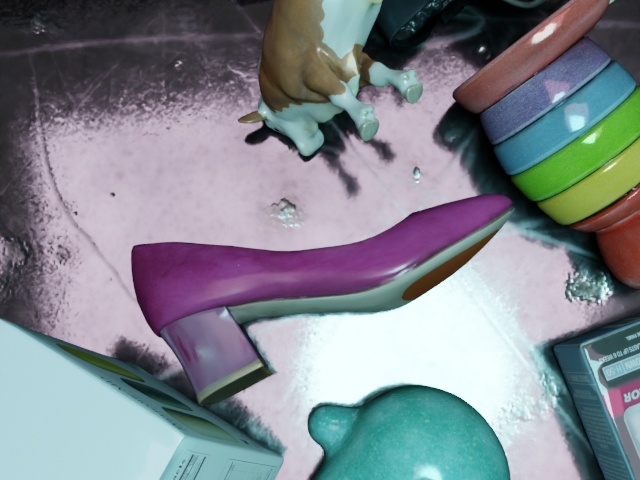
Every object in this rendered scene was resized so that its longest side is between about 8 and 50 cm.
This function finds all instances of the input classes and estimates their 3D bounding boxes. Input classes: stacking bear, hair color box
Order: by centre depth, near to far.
[{"bbox_3d":[0.390,0.245,0.929,0.185,0.113,0.375,-20,84,-3],"label":"hair color box"},{"bbox_3d":[0.278,-0.080,0.954,0.164,0.175,0.289,-38,92,-7],"label":"stacking bear"}]

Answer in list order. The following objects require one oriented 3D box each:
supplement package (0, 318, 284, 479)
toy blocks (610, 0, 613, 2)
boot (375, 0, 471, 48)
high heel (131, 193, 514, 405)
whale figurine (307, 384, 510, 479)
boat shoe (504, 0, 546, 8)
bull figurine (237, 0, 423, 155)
[{"bbox_3d":[-0.192,0.217,0.831,0.199,0.263,0.198,27,83,20],"label":"supplement package"},{"bbox_3d":[0.331,-0.308,0.981,0.123,0.148,0.054,-36,85,-4],"label":"toy blocks"},{"bbox_3d":[0.030,-0.288,1.002,0.246,0.094,0.207,-30,80,-10],"label":"boot"},{"bbox_3d":[0.000,0.000,0.960,0.377,0.127,0.181,-27,72,-11],"label":"high heel"},{"bbox_3d":[0.052,0.254,0.912,0.272,0.141,0.216,-31,84,-2],"label":"whale figurine"},{"bbox_3d":[0.111,-0.358,0.914,0.355,0.132,0.130,35,57,-2],"label":"boat shoe"},{"bbox_3d":[0.016,-0.204,0.909,0.188,0.101,0.310,33,126,36],"label":"bull figurine"}]
